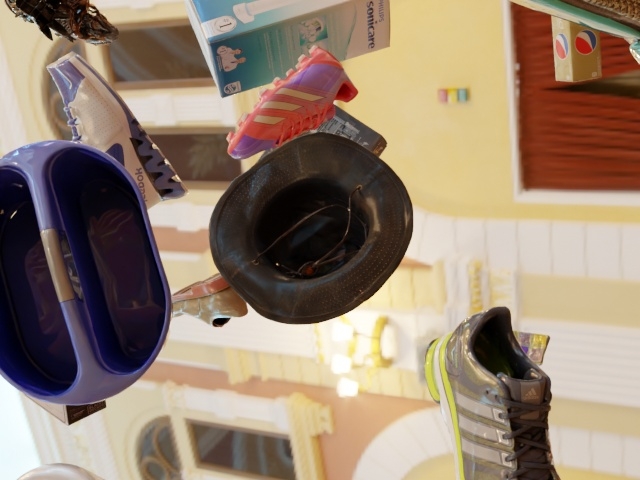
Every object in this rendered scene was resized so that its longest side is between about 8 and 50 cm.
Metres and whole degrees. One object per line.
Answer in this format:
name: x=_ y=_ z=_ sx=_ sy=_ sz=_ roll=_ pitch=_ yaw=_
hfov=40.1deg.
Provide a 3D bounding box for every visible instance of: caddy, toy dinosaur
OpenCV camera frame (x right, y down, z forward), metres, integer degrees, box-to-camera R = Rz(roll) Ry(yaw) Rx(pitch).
caddy: x=-0.325 y=0.043 z=1.138 sx=0.179 sy=0.241 sz=0.341 roll=113 pitch=139 yaw=-80
toy dinosaur: x=-0.519 y=-0.444 z=1.607 sx=0.321 sy=0.218 sz=0.164 roll=1 pitch=-82 yaw=-32

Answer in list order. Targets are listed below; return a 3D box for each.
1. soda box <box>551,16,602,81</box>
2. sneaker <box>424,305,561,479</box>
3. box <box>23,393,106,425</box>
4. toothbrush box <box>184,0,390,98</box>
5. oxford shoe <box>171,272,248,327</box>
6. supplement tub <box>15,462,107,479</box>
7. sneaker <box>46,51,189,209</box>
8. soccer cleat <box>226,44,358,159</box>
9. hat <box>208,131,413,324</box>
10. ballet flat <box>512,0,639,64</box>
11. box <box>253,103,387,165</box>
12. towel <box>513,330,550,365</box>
soda box: x=0.429 y=-0.362 z=1.474 sx=0.061 sy=0.058 sz=0.181 roll=-138 pitch=38 yaw=-71
sneaker: x=0.195 y=0.202 z=0.911 sx=0.121 sy=0.111 sz=0.300 roll=112 pitch=146 yaw=-49
box: x=-0.488 y=0.172 z=1.610 sx=0.087 sy=0.169 sz=0.290 roll=-22 pitch=-59 yaw=-42
toothbrush box: x=-0.060 y=-0.384 z=1.418 sx=0.126 sy=0.295 sz=0.216 roll=81 pitch=167 yaw=-55
oxford shoe: x=-0.301 y=0.171 z=2.215 sx=0.123 sy=0.348 sz=0.130 roll=-30 pitch=-85 yaw=-34
supplement tub: x=-0.408 y=0.524 z=1.534 sx=0.338 sy=0.207 sz=0.207 roll=69 pitch=-147 yaw=-61
sneaker: x=-0.385 y=-0.153 z=1.502 sx=0.182 sy=0.127 sz=0.316 roll=-38 pitch=-70 yaw=-7
soccer cleat: x=-0.033 y=-0.172 z=1.163 sx=0.095 sy=0.083 sz=0.248 roll=41 pitch=-133 yaw=-4
hat: x=0.000 y=0.000 z=1.348 sx=0.134 sy=0.331 sz=0.331 roll=55 pitch=-135 yaw=-55
ballet flat: x=0.397 y=-0.280 z=1.016 sx=0.482 sy=0.164 sz=0.182 roll=22 pitch=-81 yaw=-25
box: x=-0.011 y=-0.149 z=1.692 sx=0.233 sy=0.183 sz=0.059 roll=-54 pitch=-22 yaw=0
towel: x=0.371 y=0.193 z=1.583 sx=0.009 sy=0.083 sz=0.060 roll=39 pitch=-114 yaw=-43
